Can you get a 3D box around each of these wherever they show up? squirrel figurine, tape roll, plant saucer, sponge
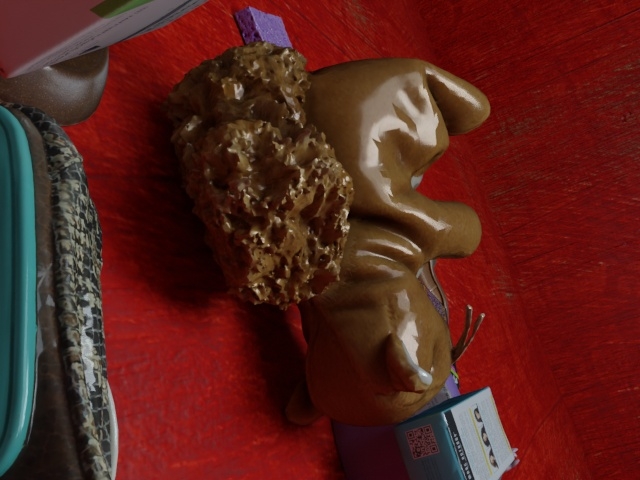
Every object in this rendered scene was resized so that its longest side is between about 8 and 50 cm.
[{"bbox_3d":[0.000,0.000,0.760,0.397,0.281,0.370,21,59,-44],"label":"squirrel figurine"},{"bbox_3d":[0.117,0.249,0.943,0.275,0.090,0.274,49,29,-39],"label":"tape roll"},{"bbox_3d":[-0.238,-0.192,0.599,0.198,0.036,0.198,49,29,-38],"label":"plant saucer"},{"bbox_3d":[-0.055,-0.241,1.087,0.210,0.031,0.117,68,21,1],"label":"sponge"}]

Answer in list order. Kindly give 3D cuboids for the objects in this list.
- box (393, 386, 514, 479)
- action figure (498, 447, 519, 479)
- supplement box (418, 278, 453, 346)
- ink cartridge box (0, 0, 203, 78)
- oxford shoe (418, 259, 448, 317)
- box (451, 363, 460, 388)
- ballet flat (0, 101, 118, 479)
[{"bbox_3d":[0.164,0.240,0.857,0.244,0.060,0.100,11,59,-65],"label":"box"},{"bbox_3d":[0.368,0.500,1.164,0.370,0.248,0.275,79,31,-74],"label":"action figure"},{"bbox_3d":[0.129,0.118,1.108,0.188,0.081,0.104,44,31,-45],"label":"supplement box"},{"bbox_3d":[-0.132,-0.244,0.576,0.114,0.198,0.273,62,23,-16],"label":"ink cartridge box"},{"bbox_3d":[0.168,0.087,1.280,0.076,0.076,0.212,4,65,-34],"label":"oxford shoe"},{"bbox_3d":[0.187,0.209,1.200,0.083,0.052,0.062,45,31,-43],"label":"box"},{"bbox_3d":[-0.150,0.152,0.343,0.182,0.164,0.482,73,6,-57],"label":"ballet flat"}]
